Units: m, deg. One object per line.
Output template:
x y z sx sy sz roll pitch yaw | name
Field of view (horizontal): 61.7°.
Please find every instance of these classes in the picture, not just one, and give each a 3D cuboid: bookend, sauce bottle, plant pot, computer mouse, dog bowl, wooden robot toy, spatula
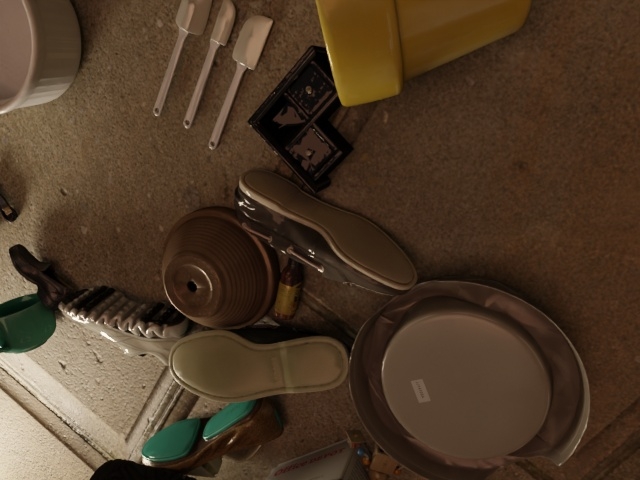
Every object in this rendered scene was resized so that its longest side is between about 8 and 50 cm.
-0.001 -0.184 0.829 0.156 0.072 0.157 -42 88 26 | bookend
-0.052 0.076 0.940 0.042 0.042 0.128 19 113 16 | sauce bottle
-0.201 0.064 0.959 0.237 0.110 0.237 6 107 21 | plant pot
-0.746 -0.043 1.183 0.193 0.042 0.106 -38 94 20 | computer mouse
0.223 0.212 0.837 0.349 0.102 0.348 6 106 20 | dog bowl
0.116 -0.317 0.663 0.239 0.254 0.254 -12 101 8 | plant pot
0.116 0.392 0.943 0.173 0.076 0.079 18 110 0 | wooden robot toy
-0.194 -0.293 0.907 0.168 0.019 0.242 30 115 5 | spatula

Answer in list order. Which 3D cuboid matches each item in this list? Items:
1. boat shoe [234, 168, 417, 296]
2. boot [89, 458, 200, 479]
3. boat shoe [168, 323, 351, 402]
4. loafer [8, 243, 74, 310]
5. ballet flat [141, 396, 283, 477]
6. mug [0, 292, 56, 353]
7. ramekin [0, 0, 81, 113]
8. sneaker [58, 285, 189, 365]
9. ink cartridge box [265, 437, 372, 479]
0.000 0.000 0.871 0.335 0.112 0.095 33 132 16 | boat shoe
-0.286 0.578 1.074 0.348 0.131 0.260 11 132 30 | boot
-0.102 0.212 0.962 0.340 0.113 0.127 -10 83 17 | boat shoe
-0.595 0.068 1.150 0.061 0.062 0.170 -41 91 4 | loafer
-0.211 0.407 1.075 0.342 0.116 0.124 -31 111 22 | ballet flat
-0.651 0.188 1.146 0.129 0.158 0.097 6 115 45 | mug
-0.570 -0.369 0.959 0.277 0.135 0.277 6 108 17 | ramekin
-0.399 0.172 1.076 0.292 0.110 0.118 13 118 18 | sneaker
-0.030 0.504 0.908 0.223 0.307 0.129 -30 94 26 | ink cartridge box
